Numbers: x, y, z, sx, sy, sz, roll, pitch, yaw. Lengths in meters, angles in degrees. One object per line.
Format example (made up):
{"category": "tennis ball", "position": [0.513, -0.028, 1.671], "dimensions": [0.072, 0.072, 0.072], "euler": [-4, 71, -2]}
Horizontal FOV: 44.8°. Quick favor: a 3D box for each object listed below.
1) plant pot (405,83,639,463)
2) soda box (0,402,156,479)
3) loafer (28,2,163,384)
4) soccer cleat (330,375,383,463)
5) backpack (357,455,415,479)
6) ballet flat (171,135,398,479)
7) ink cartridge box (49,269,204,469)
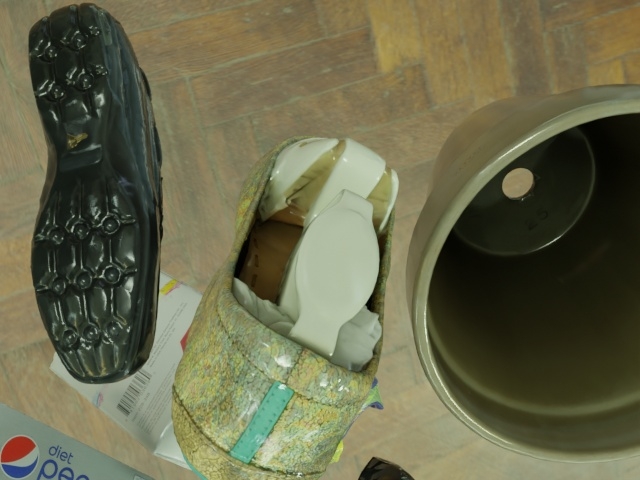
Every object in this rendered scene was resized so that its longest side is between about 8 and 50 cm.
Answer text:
{"category": "plant pot", "position": [0.220, -0.009, 0.724], "dimensions": [0.322, 0.280, 0.323], "euler": [-2, 115, -4]}
{"category": "soda box", "position": [-0.336, 0.273, 0.906], "dimensions": [0.286, 0.098, 0.091], "euler": [42, 48, -36]}
{"category": "loafer", "position": [-0.123, -0.028, 0.455], "dimensions": [0.076, 0.078, 0.223], "euler": [-12, 76, 13]}
{"category": "soccer cleat", "position": [-0.029, 0.268, 1.018], "dimensions": [0.289, 0.093, 0.121], "euler": [-38, 104, -24]}
{"category": "backpack", "position": [0.033, 0.434, 0.720], "dimensions": [0.355, 0.273, 0.290], "euler": [-38, 89, -10]}
{"category": "ballet flat", "position": [0.000, 0.000, 0.490], "dimensions": [0.123, 0.349, 0.123], "euler": [4, 123, 7]}
{"category": "ink cartridge box", "position": [-0.241, 0.176, 1.187], "dimensions": [0.131, 0.306, 0.226], "euler": [41, 77, -46]}
